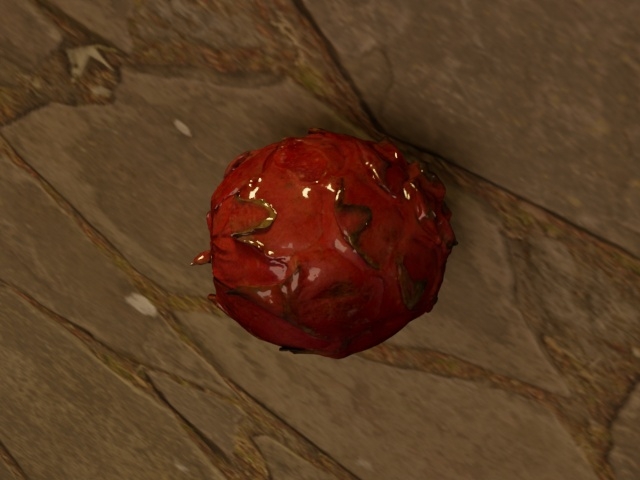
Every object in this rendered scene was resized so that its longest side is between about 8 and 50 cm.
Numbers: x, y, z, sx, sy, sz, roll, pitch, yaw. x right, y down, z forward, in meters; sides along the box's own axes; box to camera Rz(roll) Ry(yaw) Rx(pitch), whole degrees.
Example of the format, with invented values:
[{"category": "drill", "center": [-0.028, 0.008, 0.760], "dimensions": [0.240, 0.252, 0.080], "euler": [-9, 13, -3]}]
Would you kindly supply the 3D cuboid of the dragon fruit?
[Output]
[{"category": "dragon fruit", "center": [0.009, 0.001, 1.028], "dimensions": [0.241, 0.252, 0.241], "euler": [41, 142, 43]}]
